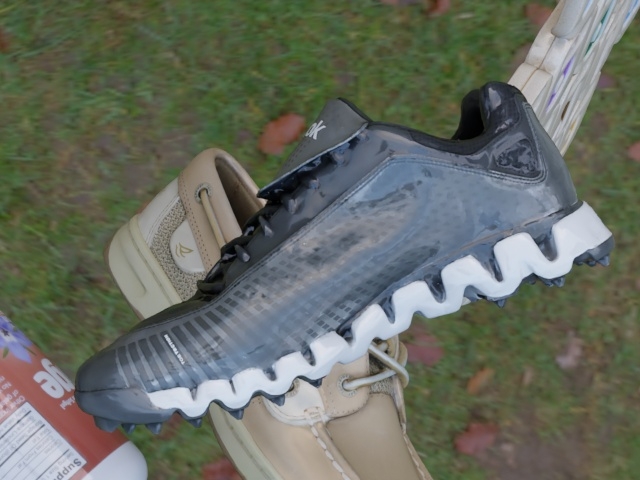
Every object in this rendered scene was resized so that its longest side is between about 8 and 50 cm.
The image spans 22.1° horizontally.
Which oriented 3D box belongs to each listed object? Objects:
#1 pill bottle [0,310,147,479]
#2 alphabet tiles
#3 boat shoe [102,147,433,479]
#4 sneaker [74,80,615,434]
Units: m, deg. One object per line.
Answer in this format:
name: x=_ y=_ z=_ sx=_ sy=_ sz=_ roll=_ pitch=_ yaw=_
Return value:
pill bottle: x=-0.194 y=0.149 z=1.085 sx=0.216 sy=0.121 sz=0.121 roll=44 pitch=77 yaw=4
alphabet tiles: x=0.132 y=-0.100 z=0.864 sx=0.021 sy=0.278 sz=0.284 roll=27 pitch=52 yaw=11
boat shoe: x=-0.007 y=0.081 z=1.010 sx=0.110 sy=0.341 sz=0.121 roll=-47 pitch=154 yaw=14
sneaker: x=0.000 y=0.000 z=0.677 sx=0.234 sy=0.078 sz=0.106 roll=-21 pitch=94 yaw=-12
